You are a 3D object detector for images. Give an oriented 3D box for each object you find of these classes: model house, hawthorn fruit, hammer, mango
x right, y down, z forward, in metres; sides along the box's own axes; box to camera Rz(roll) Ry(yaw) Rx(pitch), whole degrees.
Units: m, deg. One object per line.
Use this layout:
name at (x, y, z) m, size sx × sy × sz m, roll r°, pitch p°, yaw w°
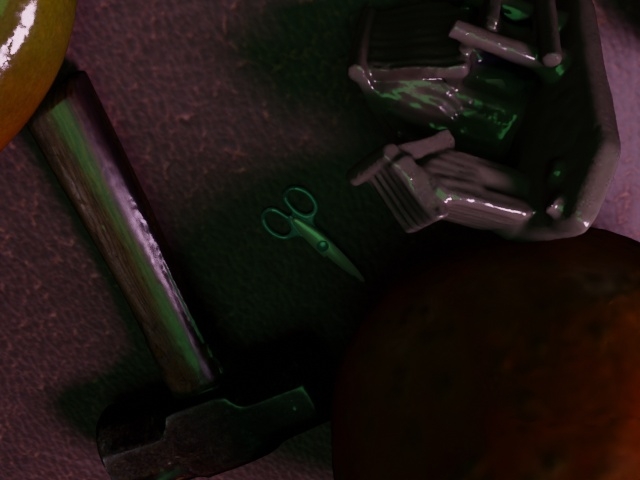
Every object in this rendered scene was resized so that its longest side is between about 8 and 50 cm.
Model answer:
model house at (0.110, -0.106, 0.552) m, size 0.188 × 0.229 × 0.122 m, roll 12°, pitch 148°, yaw -6°
hawthorn fruit at (0.184, 0.198, 0.586) m, size 0.402 × 0.403 × 0.403 m, roll -1°, pitch 116°, yaw -1°
hammer at (-0.158, 0.048, 0.668) m, size 0.242 × 0.095 × 0.409 m, roll -20°, pitch 113°, yaw 8°
mango at (-0.287, -0.135, 0.549) m, size 0.289 × 0.129 × 0.146 m, roll -38°, pitch 95°, yaw 10°

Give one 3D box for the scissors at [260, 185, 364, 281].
scissors at (0.000, 0.000, 0.688) m, size 0.119 × 0.014 × 0.058 m, roll 41°, pitch 109°, yaw -15°
